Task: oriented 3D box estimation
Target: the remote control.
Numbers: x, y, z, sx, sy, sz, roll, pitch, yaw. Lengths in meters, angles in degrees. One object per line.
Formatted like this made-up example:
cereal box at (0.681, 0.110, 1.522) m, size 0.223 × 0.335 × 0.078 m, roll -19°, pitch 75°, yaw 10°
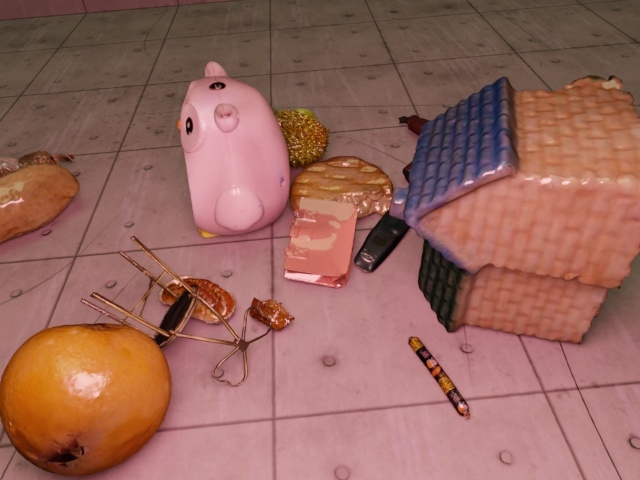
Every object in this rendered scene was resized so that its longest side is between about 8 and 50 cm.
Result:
remote control at (0.154, -0.006, 1.236) m, size 0.072 × 0.042 × 0.222 m, roll 31°, pitch 53°, yaw 13°

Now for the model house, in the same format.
model house at (0.342, -0.063, 0.990) m, size 0.400 × 0.445 × 0.395 m, roll 5°, pitch 44°, yaw 10°

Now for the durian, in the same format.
durian at (-0.085, -0.302, 1.480) m, size 0.200 × 0.176 × 0.237 m, roll 26°, pitch 10°, yaw -35°

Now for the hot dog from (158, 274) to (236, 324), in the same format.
hot dog at (-0.267, 0.130, 1.117) m, size 0.192 × 0.053 × 0.099 m, roll 19°, pitch 55°, yaw 27°

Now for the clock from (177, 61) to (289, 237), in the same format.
clock at (-0.210, -0.212, 1.256) m, size 0.250 × 0.376 × 0.368 m, roll -9°, pitch 46°, yaw -12°

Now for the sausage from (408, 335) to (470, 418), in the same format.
sausage at (0.221, 0.252, 0.961) m, size 0.028 × 0.025 × 0.198 m, roll -16°, pitch 42°, yaw -16°

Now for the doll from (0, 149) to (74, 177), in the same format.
doll at (-0.845, -0.215, 1.505) m, size 0.221 × 0.115 × 0.105 m, roll -25°, pitch 35°, yaw -19°

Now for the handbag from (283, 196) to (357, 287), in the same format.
handbag at (0.000, 0.000, 1.191) m, size 0.157 × 0.059 × 0.212 m, roll 8°, pitch 56°, yaw 4°

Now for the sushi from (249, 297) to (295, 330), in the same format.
sushi at (-0.104, 0.151, 1.074) m, size 0.118 × 0.061 × 0.060 m, roll 25°, pitch 74°, yaw 22°

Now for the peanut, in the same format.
peanut at (-0.832, -0.090, 1.331) m, size 0.387 × 0.169 × 0.192 m, roll -26°, pitch 42°, yaw -27°

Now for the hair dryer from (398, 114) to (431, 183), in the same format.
hair dryer at (0.308, -0.308, 1.548) m, size 0.312 × 0.123 × 0.340 m, roll -33°, pitch 37°, yaw -14°

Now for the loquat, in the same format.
loquat at (-0.384, 0.249, 0.848) m, size 0.263 × 0.263 × 0.263 m, roll -2°, pitch 42°, yaw 2°

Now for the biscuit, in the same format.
biscuit at (0.055, -0.135, 1.358) m, size 0.274 × 0.091 × 0.213 m, roll -6°, pitch 45°, yaw 0°

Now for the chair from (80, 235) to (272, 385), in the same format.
chair at (-0.283, 0.149, 1.005) m, size 0.170 × 0.326 × 0.160 m, roll -21°, pitch 37°, yaw 55°
